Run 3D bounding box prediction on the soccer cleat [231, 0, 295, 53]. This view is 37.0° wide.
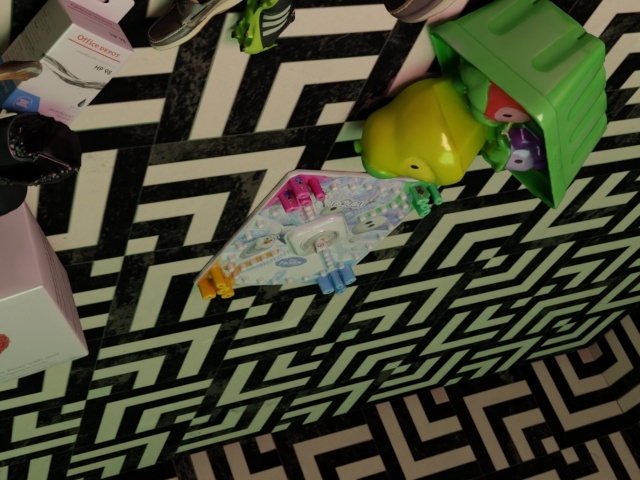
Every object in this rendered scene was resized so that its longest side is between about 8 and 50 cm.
[{"bbox_3d":[-0.060,-0.308,1.239,0.072,0.060,0.179,-20,163,-30],"label":"soccer cleat"}]

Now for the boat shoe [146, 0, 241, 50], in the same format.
[{"bbox_3d":[-0.157,-0.295,1.185,0.152,0.056,0.049,-36,149,5],"label":"boat shoe"}]

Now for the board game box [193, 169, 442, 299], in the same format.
[{"bbox_3d":[0.000,0.000,1.908,0.390,0.050,0.390,1,147,-40],"label":"board game box"}]

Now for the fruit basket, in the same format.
[{"bbox_3d":[0.257,-0.184,1.541,0.392,0.283,0.392,-33,153,-19],"label":"fruit basket"}]

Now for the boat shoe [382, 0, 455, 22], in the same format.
[{"bbox_3d":[0.156,-0.421,1.132,0.130,0.132,0.355,8,133,-31],"label":"boat shoe"}]

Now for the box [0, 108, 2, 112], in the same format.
[{"bbox_3d":[-0.450,-0.169,1.214,0.081,0.028,0.136,0,145,-42],"label":"box"}]

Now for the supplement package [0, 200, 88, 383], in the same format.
[{"bbox_3d":[-0.500,0.085,1.504,0.178,0.175,0.293,-18,155,-8],"label":"supplement package"}]

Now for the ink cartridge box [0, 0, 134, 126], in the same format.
[{"bbox_3d":[-0.304,-0.226,1.155,0.180,0.060,0.104,-43,150,20],"label":"ink cartridge box"}]

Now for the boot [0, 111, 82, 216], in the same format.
[{"bbox_3d":[-0.389,-0.091,1.213,0.207,0.094,0.246,-2,168,19],"label":"boot"}]

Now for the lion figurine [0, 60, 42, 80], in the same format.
[{"bbox_3d":[-0.466,-0.202,0.842,0.392,0.142,0.240,13,-176,23],"label":"lion figurine"}]
